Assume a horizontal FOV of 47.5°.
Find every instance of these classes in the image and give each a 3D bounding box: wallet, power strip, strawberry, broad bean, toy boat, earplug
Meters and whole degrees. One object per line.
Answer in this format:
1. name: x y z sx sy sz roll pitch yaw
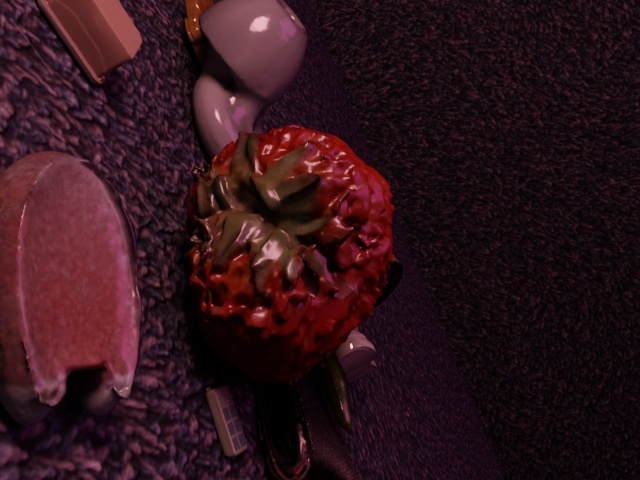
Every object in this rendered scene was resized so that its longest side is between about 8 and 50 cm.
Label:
1. wallet: -0.021 0.255 1.066 0.221 0.071 0.262 50 17 -51
2. power strip: -0.112 0.216 0.872 0.040 0.016 0.090 5 65 -74
3. strawberry: -0.034 0.030 0.958 0.312 0.267 0.351 -69 161 -8
4. broad bean: -0.001 0.171 1.157 0.060 0.043 0.298 63 2 -57
5. toy boat: -0.228 0.037 0.614 0.155 0.085 0.228 14 67 -63
6. earplug: -0.118 -0.241 1.196 0.214 0.175 0.326 -55 153 -74

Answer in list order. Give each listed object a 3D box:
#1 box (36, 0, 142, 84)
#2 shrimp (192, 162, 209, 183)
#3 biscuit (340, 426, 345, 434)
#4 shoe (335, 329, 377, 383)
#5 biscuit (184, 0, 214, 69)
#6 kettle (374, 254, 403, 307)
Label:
1. box: -0.271 -0.260 0.873 0.089 0.062 0.122 -89 155 -56
2. shrimp: -0.115 -0.006 1.124 0.169 0.058 0.296 -99 166 -64
3. biscuit: 0.016 0.281 1.252 0.119 0.019 0.130 33 38 -67
4. shoe: 0.038 0.188 1.301 0.110 0.095 0.265 61 -3 21
5. biscuit: -0.206 -0.374 1.331 0.226 0.036 0.166 -91 162 -55
6. kettle: 0.000 0.000 1.246 0.236 0.161 0.221 55 14 29
